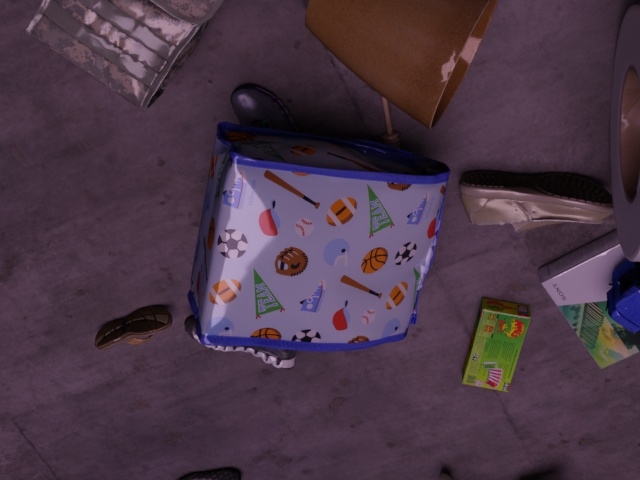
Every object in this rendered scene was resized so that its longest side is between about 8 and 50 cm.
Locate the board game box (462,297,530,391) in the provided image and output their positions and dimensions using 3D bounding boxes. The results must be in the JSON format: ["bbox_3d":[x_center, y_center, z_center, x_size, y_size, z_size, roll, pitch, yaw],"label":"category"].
[{"bbox_3d":[0.336,0.202,1.929,0.092,0.043,0.181,10,121,1],"label":"board game box"}]

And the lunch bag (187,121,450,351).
[{"bbox_3d":[0.000,0.000,1.641,0.386,0.239,0.327,5,112,-16],"label":"lunch bag"}]

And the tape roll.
[{"bbox_3d":[0.496,-0.160,1.500,0.072,0.392,0.391,0,120,7],"label":"tape roll"}]

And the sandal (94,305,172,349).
[{"bbox_3d":[-0.366,0.181,1.993,0.180,0.072,0.049,-21,131,19],"label":"sandal"}]

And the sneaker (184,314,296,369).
[{"bbox_3d":[-0.145,0.170,1.954,0.234,0.078,0.106,18,118,-8],"label":"sneaker"}]

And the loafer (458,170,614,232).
[{"bbox_3d":[0.374,-0.062,1.745,0.269,0.102,0.092,8,122,13],"label":"loafer"}]

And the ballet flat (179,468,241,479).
[{"bbox_3d":[-0.254,0.539,2.193,0.173,0.049,0.057,-19,115,17],"label":"ballet flat"}]

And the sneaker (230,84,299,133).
[{"bbox_3d":[-0.075,-0.169,1.733,0.083,0.098,0.223,-33,111,23],"label":"sneaker"}]

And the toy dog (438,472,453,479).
[{"bbox_3d":[0.454,0.683,2.061,0.408,0.284,0.395,-2,120,6],"label":"toy dog"}]

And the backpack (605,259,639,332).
[{"bbox_3d":[0.545,0.088,1.730,0.098,0.120,0.101,38,127,-17],"label":"backpack"}]

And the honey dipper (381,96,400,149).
[{"bbox_3d":[0.114,-0.223,1.719,0.031,0.030,0.160,-5,117,10],"label":"honey dipper"}]

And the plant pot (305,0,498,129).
[{"bbox_3d":[0.114,-0.334,1.559,0.254,0.237,0.237,27,120,7],"label":"plant pot"}]

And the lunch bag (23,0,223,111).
[{"bbox_3d":[-0.287,-0.392,1.595,0.235,0.169,0.287,34,111,-9],"label":"lunch bag"}]

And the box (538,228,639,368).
[{"bbox_3d":[0.594,0.076,1.817,0.322,0.058,0.232,-30,112,23],"label":"box"}]
